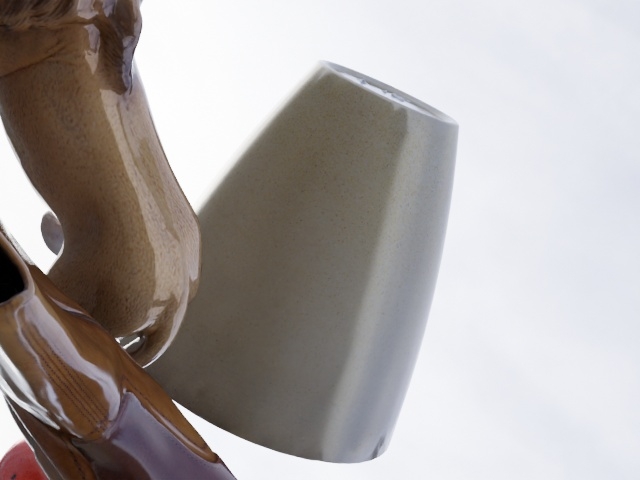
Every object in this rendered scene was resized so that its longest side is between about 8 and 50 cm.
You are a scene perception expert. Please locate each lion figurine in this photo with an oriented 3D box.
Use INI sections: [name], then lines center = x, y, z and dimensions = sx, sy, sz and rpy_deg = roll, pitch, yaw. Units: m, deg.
[lion figurine]
center = -0.148, -0.059, 0.653
dimensions = 0.240, 0.142, 0.392
rpy_deg = -4, -62, 42

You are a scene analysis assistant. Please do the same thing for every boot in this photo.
[boot]
center = -0.090, 0.084, 0.499
dimensions = 0.264, 0.096, 0.280
rpy_deg = 52, -17, 30

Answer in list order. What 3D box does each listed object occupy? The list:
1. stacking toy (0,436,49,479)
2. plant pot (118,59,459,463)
[stacking toy]
center = -0.212, 0.327, 0.966
dimensions = 0.309, 0.279, 0.130
rpy_deg = 39, -62, -4
[plant pot]
center = 0.000, 0.000, 0.911
dimensions = 0.256, 0.256, 0.274
rpy_deg = 33, -74, 29
